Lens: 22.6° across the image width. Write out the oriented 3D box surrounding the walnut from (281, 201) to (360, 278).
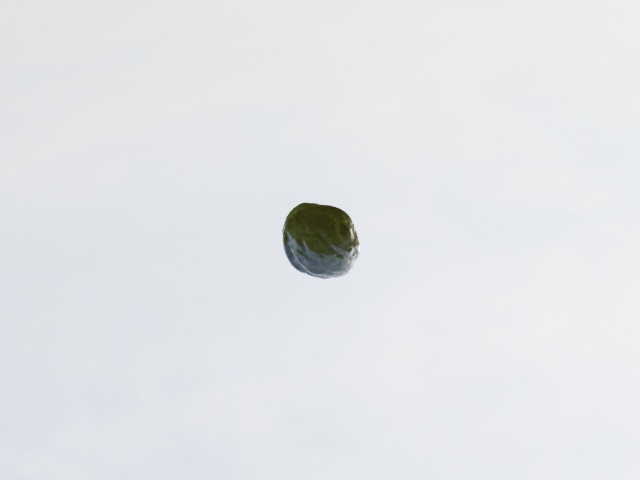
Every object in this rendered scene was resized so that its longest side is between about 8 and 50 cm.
[{"bbox_3d":[0.000,0.000,1.732,0.092,0.092,0.092,-4,-162,1],"label":"walnut"}]
